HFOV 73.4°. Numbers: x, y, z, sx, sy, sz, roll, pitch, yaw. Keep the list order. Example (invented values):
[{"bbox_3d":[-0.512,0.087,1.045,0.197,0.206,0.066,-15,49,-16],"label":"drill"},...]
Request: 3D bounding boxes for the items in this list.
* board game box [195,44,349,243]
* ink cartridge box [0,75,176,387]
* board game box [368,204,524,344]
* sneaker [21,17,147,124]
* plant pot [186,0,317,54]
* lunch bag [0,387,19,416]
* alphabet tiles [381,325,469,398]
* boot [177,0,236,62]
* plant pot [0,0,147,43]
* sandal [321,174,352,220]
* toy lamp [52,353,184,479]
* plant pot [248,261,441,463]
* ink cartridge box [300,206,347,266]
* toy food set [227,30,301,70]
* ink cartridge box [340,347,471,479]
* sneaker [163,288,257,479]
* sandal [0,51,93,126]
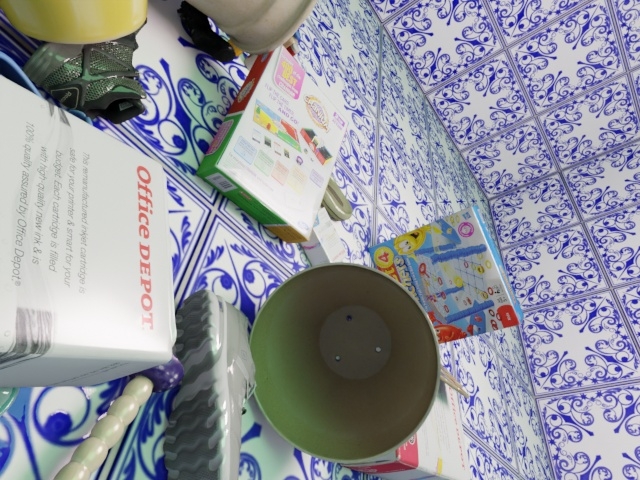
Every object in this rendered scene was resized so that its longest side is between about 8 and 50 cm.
[{"bbox_3d":[-0.073,-0.189,0.849,0.242,0.064,0.317,40,57,-36],"label":"board game box"},{"bbox_3d":[-0.243,-0.009,0.290,0.273,0.114,0.199,31,42,-57],"label":"ink cartridge box"},{"bbox_3d":[0.320,0.106,1.129,0.086,0.301,0.308,-9,77,-59],"label":"board game box"},{"bbox_3d":[-0.296,-0.251,0.618,0.130,0.087,0.228,48,37,-31],"label":"sneaker"},{"bbox_3d":[-0.188,-0.532,0.707,0.305,0.333,0.334,5,65,-47],"label":"plant pot"},{"bbox_3d":[-0.355,0.049,0.284,0.279,0.107,0.224,67,24,-2],"label":"lunch bag"},{"bbox_3d":[0.187,0.218,0.962,0.342,0.011,0.285,40,2,-37],"label":"alphabet tiles"},{"bbox_3d":[-0.234,-0.434,0.888,0.121,0.045,0.099,1,63,-60],"label":"boot"},{"bbox_3d":[-0.299,-0.368,0.471,0.239,0.253,0.254,101,-9,-48],"label":"plant pot"},{"bbox_3d":[0.003,-0.178,1.038,0.303,0.086,0.120,49,34,-28],"label":"sandal"},{"bbox_3d":[-0.228,0.217,0.401,0.080,0.080,0.275,53,32,-21],"label":"toy lamp"},{"bbox_3d":[0.046,0.182,0.709,0.191,0.284,0.284,25,46,-77],"label":"plant pot"},{"bbox_3d":[0.000,0.000,0.943,0.123,0.052,0.088,62,30,-5],"label":"ink cartridge box"},{"bbox_3d":[-0.119,-0.482,1.039,0.111,0.104,0.232,59,31,-13],"label":"toy food set"},{"bbox_3d":[0.175,0.368,0.885,0.306,0.131,0.226,41,37,-39],"label":"ink cartridge box"},{"bbox_3d":[-0.120,0.202,0.554,0.115,0.105,0.281,30,45,-45],"label":"sneaker"},{"bbox_3d":[-0.343,-0.148,0.418,0.317,0.138,0.126,46,37,-28],"label":"sandal"}]
